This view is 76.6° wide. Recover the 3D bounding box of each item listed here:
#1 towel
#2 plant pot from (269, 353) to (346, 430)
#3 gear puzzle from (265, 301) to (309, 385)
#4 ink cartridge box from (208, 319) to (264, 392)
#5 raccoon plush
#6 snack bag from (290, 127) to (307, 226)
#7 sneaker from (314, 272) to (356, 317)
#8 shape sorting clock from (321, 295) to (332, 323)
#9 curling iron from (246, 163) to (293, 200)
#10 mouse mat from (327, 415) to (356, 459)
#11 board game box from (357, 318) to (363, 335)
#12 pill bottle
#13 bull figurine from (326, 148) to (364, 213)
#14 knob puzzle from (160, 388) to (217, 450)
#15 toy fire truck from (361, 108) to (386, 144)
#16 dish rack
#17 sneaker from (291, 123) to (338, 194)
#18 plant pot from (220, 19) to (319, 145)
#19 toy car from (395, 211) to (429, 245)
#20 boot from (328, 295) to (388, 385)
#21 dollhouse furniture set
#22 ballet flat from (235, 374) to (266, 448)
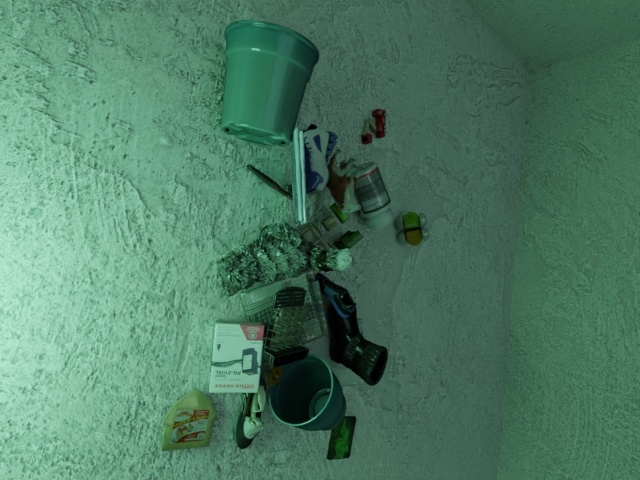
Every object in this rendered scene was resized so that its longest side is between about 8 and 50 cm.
[{"bbox_3d":[-0.128,0.294,1.611,0.325,0.056,0.311,-19,103,-26],"label":"towel"},{"bbox_3d":[-0.023,0.630,1.619,0.271,0.272,0.255,-61,139,-24],"label":"plant pot"},{"bbox_3d":[-0.144,0.394,1.560,0.176,0.044,0.338,10,94,-50],"label":"gear puzzle"},{"bbox_3d":[-0.298,0.411,1.439,0.172,0.100,0.237,6,85,-15],"label":"ink cartridge box"},{"bbox_3d":[-0.148,0.070,1.405,0.299,0.447,0.216,-36,115,-53],"label":"raccoon plush"},{"bbox_3d":[-0.081,-0.213,1.501,0.037,0.342,0.322,-4,90,-7],"label":"snack bag"},{"bbox_3d":[0.062,0.213,1.704,0.232,0.090,0.081,46,45,17],"label":"sneaker"},{"bbox_3d":[-0.004,0.280,1.770,0.206,0.040,0.206,1,88,-41],"label":"shape sorting clock"},{"bbox_3d":[-0.186,-0.235,1.625,0.274,0.035,0.068,25,69,-39],"label":"curling iron"},{"bbox_3d":[0.100,0.910,1.873,0.153,0.007,0.189,20,77,-39],"label":"mouse mat"},{"bbox_3d":[0.160,0.456,1.918,0.104,0.026,0.153,-3,92,-41],"label":"board game box"},{"bbox_3d":[0.235,-0.209,1.906,0.161,0.161,0.283,-39,114,-34],"label":"pill bottle"},{"bbox_3d":[0.094,-0.246,1.688,0.101,0.310,0.188,18,114,-36],"label":"bull figurine"},{"bbox_3d":[-0.447,0.608,1.389,0.213,0.030,0.212,1,89,-40],"label":"knob puzzle"},{"bbox_3d":[0.266,-0.567,2.013,0.135,0.047,0.191,4,86,-39],"label":"toy fire truck"},{"bbox_3d":[-0.110,0.304,1.467,0.208,0.074,0.271,6,95,-56],"label":"dish rack"},{"bbox_3d":[-0.050,-0.359,1.699,0.182,0.128,0.315,27,65,-33],"label":"sneaker"},{"bbox_3d":[-0.202,-0.531,1.445,0.341,0.341,0.333,11,89,-40],"label":"plant pot"},{"bbox_3d":[0.489,-0.067,2.152,0.136,0.159,0.181,-42,121,-72],"label":"toy car"},{"bbox_3d":[0.164,0.417,1.738,0.131,0.260,0.347,-12,106,-35],"label":"boot"},{"bbox_3d":[0.000,0.000,1.763,0.302,0.151,0.197,-39,99,-11],"label":"dollhouse furniture set"},{"bbox_3d":[-0.255,0.644,1.511,0.095,0.096,0.280,12,82,-42],"label":"ballet flat"}]
